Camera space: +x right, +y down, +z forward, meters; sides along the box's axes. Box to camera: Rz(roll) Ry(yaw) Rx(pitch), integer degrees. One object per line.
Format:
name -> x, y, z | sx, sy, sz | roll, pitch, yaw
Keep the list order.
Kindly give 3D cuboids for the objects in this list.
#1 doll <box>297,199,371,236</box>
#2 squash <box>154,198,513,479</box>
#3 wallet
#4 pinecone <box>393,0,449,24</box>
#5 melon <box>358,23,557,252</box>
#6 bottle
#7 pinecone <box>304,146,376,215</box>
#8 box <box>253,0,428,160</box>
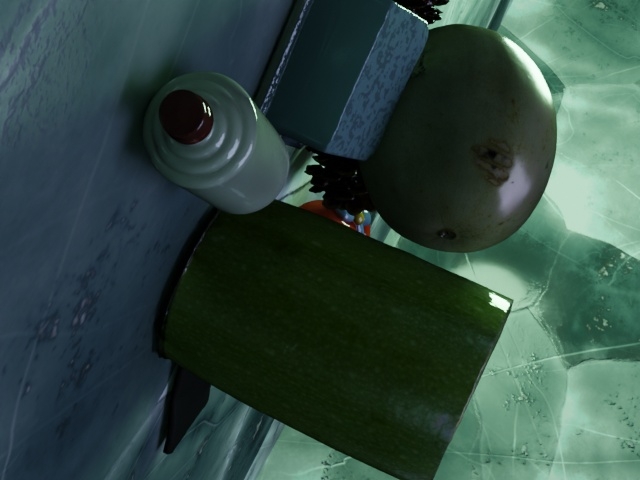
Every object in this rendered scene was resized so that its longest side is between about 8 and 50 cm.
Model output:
doll -> 0.000, 0.000, 1.539 | 0.290, 0.129, 0.161 | -45, 160, -21
squash -> 0.014, 0.114, 1.159 | 0.263, 0.384, 0.263 | -61, 168, -23
wallet -> -0.189, 0.210, 1.380 | 0.124, 0.025, 0.244 | -55, 169, -44
pinecone -> 0.100, -0.334, 1.242 | 0.140, 0.140, 0.121 | 25, 57, -81
melon -> 0.178, -0.148, 1.252 | 0.268, 0.268, 0.330 | 99, 0, -61
bottle -> -0.096, -0.089, 0.854 | 0.104, 0.104, 0.245 | -64, 171, -3
pinecone -> 0.053, -0.135, 1.416 | 0.163, 0.162, 0.165 | -48, 138, -60
box -> 0.022, -0.207, 1.110 | 0.162, 0.130, 0.227 | 1, 115, -63
